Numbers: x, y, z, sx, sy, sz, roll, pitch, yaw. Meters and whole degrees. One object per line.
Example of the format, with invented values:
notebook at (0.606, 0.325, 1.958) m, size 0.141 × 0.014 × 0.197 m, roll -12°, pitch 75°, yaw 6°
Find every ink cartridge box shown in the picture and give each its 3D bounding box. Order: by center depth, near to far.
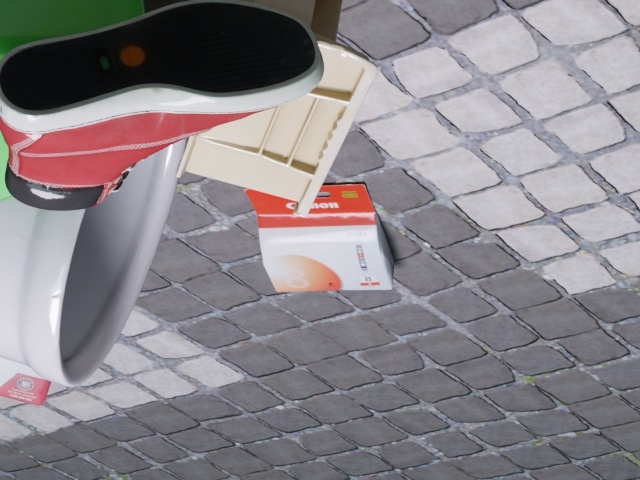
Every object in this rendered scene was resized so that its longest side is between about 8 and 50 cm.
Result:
ink cartridge box at (0.000, 0.000, 2.138) m, size 0.145 × 0.045 × 0.179 m, roll -1°, pitch 152°, yaw 14°
ink cartridge box at (-0.373, 0.098, 2.274) m, size 0.127 × 0.072 × 0.175 m, roll 16°, pitch 109°, yaw -15°

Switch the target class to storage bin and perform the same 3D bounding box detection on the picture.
storage bin at (-0.020, -0.205, 1.569) m, size 0.123 × 0.262 × 0.260 m, roll 15°, pitch 149°, yaw -8°

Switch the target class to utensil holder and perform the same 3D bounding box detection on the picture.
utensil holder at (-0.356, -0.077, 1.753) m, size 0.385 × 0.328 × 0.328 m, roll 18°, pitch 151°, yaw 9°

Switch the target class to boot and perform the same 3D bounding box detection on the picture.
boot at (-0.121, -0.092, 1.414) m, size 0.244 × 0.088 × 0.176 m, roll -10°, pitch 153°, yaw -10°

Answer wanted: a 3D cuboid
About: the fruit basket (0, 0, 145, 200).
fruit basket at (-0.330, -0.229, 1.491) m, size 0.392 × 0.392 × 0.283 m, roll 8°, pitch 150°, yaw -2°
